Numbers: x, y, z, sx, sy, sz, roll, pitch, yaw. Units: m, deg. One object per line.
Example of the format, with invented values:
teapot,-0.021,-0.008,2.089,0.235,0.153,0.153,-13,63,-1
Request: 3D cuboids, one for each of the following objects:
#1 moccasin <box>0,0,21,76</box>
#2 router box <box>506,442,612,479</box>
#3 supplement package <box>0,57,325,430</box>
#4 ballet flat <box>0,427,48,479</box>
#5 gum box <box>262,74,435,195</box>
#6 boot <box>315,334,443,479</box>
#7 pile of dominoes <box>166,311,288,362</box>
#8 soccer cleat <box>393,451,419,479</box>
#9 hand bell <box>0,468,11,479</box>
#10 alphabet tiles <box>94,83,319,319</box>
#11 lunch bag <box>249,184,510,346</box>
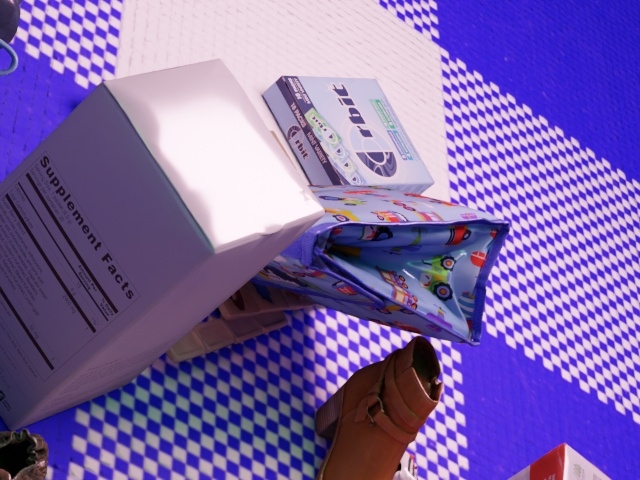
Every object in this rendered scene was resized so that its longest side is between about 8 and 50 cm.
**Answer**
moccasin,-0.343,-0.233,1.873,0.342,0.117,0.137,-80,161,-49
router box,0.122,0.377,1.680,0.082,0.301,0.335,39,33,-18
supplement package,-0.177,0.002,1.710,0.175,0.293,0.177,56,32,10
ballet flat,-0.300,0.203,1.575,0.084,0.058,0.250,55,33,10
gum box,0.035,-0.120,2.326,0.184,0.041,0.157,-4,60,-53
boot,0.065,0.199,1.931,0.073,0.152,0.197,21,42,-38
pile of dominoes,-0.153,0.033,1.969,0.196,0.040,0.251,56,25,10
soccer cleat,0.090,0.252,2.026,0.035,0.029,0.083,7,48,-36
hand bell,-0.236,0.245,1.410,0.126,0.242,0.126,8,44,-7
alphabet tiles,-0.103,-0.046,2.083,0.342,0.011,0.285,-5,61,-59
lunch bag,0.000,0.000,1.923,0.293,0.221,0.138,14,90,-44
